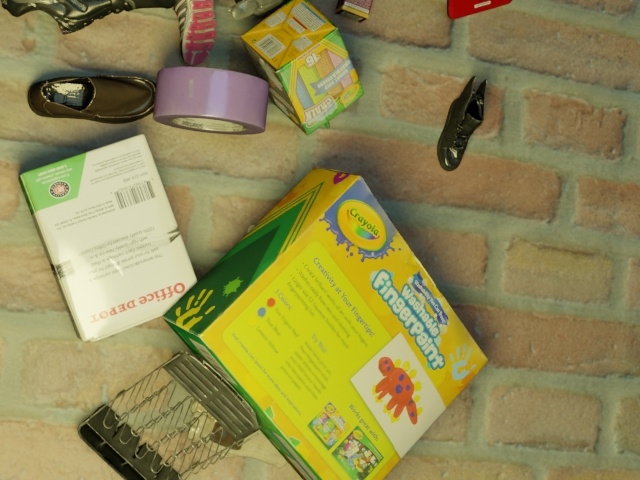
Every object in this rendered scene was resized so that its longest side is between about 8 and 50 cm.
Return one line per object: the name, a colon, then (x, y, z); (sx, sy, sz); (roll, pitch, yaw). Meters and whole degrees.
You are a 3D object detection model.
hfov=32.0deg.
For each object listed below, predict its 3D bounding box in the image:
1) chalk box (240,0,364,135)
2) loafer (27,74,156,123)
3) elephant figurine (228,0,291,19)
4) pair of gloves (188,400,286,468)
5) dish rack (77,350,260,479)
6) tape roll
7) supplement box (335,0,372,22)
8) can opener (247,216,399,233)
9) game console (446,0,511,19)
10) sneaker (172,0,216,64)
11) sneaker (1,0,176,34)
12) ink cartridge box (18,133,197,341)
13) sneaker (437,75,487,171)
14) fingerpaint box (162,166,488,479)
chalk box: (-0.021, -0.283, 1.912); (0.132, 0.132, 0.213); (-37, 141, -7)
loafer: (-0.370, -0.234, 1.849); (0.220, 0.078, 0.080); (-6, 91, -18)
elephant figurine: (-0.118, -0.511, 1.908); (0.169, 0.186, 0.239); (-26, 94, 4)
pair of gloves: (-0.116, 0.266, 1.943); (0.204, 0.042, 0.240); (18, 90, -23)
dish rack: (-0.239, 0.304, 1.811); (0.208, 0.271, 0.074); (46, 34, -13)
tape roll: (-0.182, -0.230, 1.855); (0.189, 0.189, 0.080); (7, 86, -18)
supplement box: (0.066, -0.445, 2.019); (0.055, 0.043, 0.083); (18, 84, -17)
can opener: (0.000, 0.000, 1.985); (0.280, 0.074, 0.093); (-5, 125, -17)
game console: (0.284, -0.502, 2.110); (0.144, 0.085, 0.124); (-19, 126, -18)
sneaker: (-0.223, -0.389, 1.915); (0.063, 0.075, 0.170); (-13, 116, -35)
sneaker: (-0.384, -0.397, 1.849); (0.283, 0.107, 0.124); (9, 97, -12)
ink cartridge box: (-0.346, -0.003, 1.830); (0.211, 0.121, 0.289); (-20, 95, -18)
sneaker: (0.264, -0.214, 2.058); (0.051, 0.089, 0.170); (14, 84, -18)
fingerpaint box: (0.019, 0.165, 1.873); (0.371, 0.163, 0.445); (-46, 118, -16)
